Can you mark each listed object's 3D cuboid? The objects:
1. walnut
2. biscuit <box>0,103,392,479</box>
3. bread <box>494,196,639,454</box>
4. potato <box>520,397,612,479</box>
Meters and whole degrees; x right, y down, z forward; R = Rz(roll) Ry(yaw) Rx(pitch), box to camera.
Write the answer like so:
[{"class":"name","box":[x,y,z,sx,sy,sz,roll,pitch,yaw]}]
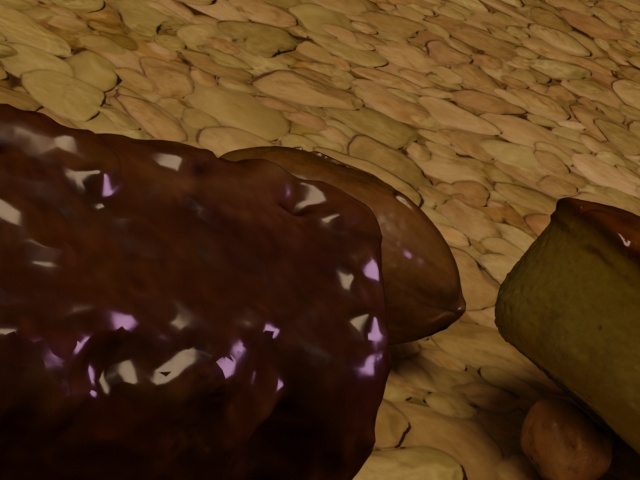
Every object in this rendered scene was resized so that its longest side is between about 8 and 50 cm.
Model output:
[{"class":"walnut","box":[0.000,0.000,1.437,0.245,0.137,0.137,31,25,2]},{"class":"biscuit","box":[-0.190,0.096,0.796,0.395,0.343,0.166,10,46,-33]},{"class":"bread","box":[0.257,0.080,1.384,0.270,0.148,0.270,37,3,-2]},{"class":"potato","box":[0.180,0.148,1.361,0.083,0.062,0.068,5,69,-42]}]
